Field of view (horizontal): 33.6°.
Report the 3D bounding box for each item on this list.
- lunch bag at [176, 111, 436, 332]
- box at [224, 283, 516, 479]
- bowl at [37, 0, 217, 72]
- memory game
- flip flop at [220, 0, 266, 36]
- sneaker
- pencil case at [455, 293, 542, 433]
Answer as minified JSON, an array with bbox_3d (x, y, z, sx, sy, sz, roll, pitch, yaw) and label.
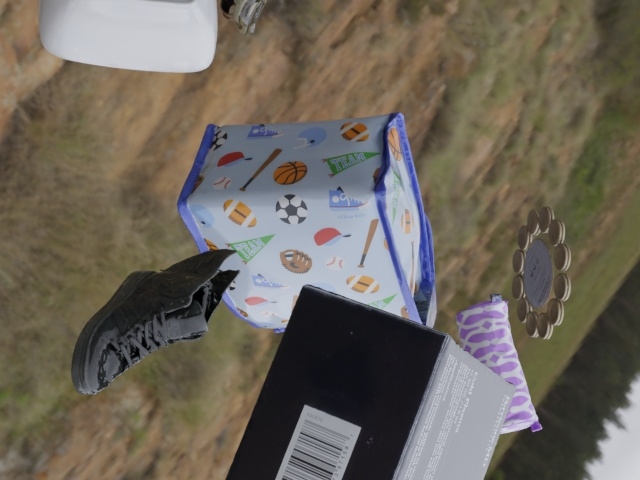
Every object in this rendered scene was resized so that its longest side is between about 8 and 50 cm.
[{"bbox_3d":[0.000,0.000,1.678,0.239,0.327,0.386,-73,154,-43],"label":"lunch bag"},{"bbox_3d":[0.049,0.266,1.181,0.312,0.178,0.343,38,72,-61],"label":"box"},{"bbox_3d":[-0.147,-0.202,0.834,0.142,0.142,0.053,4,145,-17],"label":"bowl"},{"bbox_3d":[0.303,0.044,1.459,0.012,0.186,0.186,2,149,-12],"label":"memory game"},{"bbox_3d":[-0.143,-0.436,1.928,0.277,0.080,0.112,-92,-154,-80],"label":"flip flop"},{"bbox_3d":[-0.137,0.067,0.901,0.170,0.089,0.051,-64,150,-49],"label":"sneaker"},{"bbox_3d":[0.266,0.190,1.599,0.088,0.206,0.086,0,161,-33],"label":"pencil case"}]
